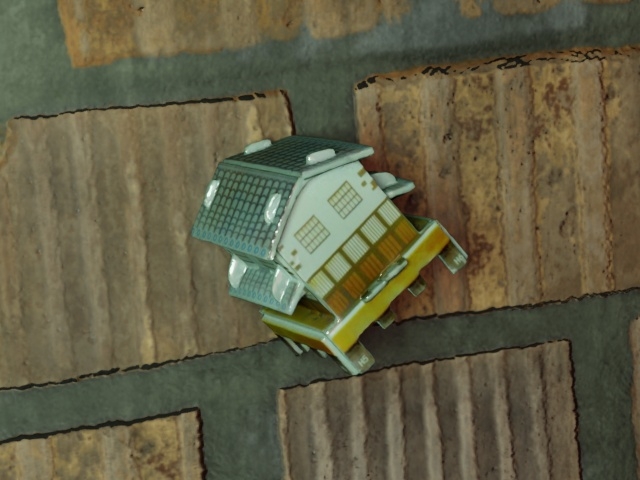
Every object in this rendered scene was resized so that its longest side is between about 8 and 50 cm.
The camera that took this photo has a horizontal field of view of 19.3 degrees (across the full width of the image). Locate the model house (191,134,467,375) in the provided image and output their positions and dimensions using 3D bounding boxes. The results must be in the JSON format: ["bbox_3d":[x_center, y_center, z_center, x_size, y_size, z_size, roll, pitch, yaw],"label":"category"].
[{"bbox_3d":[0.000,0.000,1.997,0.198,0.224,0.215,-48,111,-11],"label":"model house"}]
